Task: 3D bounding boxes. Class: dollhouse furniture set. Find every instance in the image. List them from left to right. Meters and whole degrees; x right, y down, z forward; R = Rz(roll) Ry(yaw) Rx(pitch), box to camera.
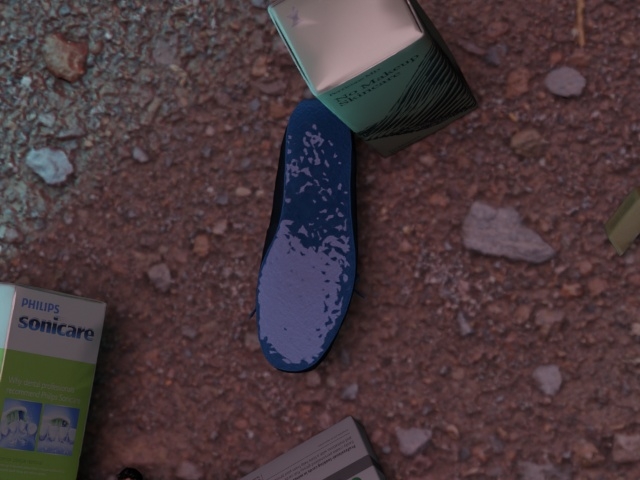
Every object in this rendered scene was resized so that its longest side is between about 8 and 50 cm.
[{"bbox_3d":[0.315,-0.039,1.643,0.081,0.091,0.114,24,117,-22],"label":"dollhouse furniture set"}]

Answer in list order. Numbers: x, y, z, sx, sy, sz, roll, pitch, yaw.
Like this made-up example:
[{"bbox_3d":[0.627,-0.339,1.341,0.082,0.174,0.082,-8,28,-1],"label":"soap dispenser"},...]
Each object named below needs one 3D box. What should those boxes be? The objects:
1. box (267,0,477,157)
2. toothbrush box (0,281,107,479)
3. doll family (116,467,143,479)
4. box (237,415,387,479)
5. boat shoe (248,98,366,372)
[{"bbox_3d":[0.053,-0.160,1.591,0.113,0.275,0.094,-29,76,10],"label":"box"},{"bbox_3d":[-0.334,0.180,1.697,0.206,0.122,0.283,3,83,41],"label":"toothbrush box"},{"bbox_3d":[-0.213,0.263,1.714,0.193,0.076,0.111,0,87,18],"label":"doll family"},{"bbox_3d":[0.006,0.274,1.640,0.145,0.038,0.186,-30,58,10],"label":"box"},{"bbox_3d":[0.000,0.000,1.687,0.109,0.089,0.258,12,80,4],"label":"boat shoe"}]
